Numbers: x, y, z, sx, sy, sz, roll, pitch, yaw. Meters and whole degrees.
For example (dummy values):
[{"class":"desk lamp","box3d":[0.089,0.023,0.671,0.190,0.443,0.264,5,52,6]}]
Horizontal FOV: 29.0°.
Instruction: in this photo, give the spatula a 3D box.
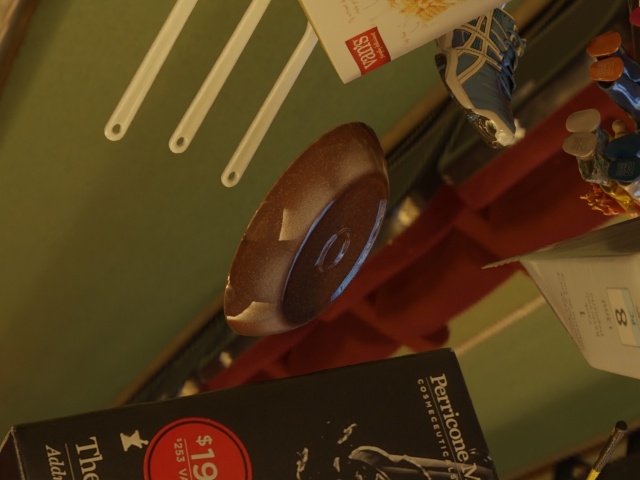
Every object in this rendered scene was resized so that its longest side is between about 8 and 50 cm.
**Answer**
[{"class":"spatula","box3d":[-0.058,-0.162,0.986,0.168,0.242,0.019,22,-169,-41]}]

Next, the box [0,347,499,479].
[{"class":"box","box3d":[-0.027,0.274,0.797,0.312,0.343,0.179,-7,158,-27]}]

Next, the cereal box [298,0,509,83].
[{"class":"cereal box","box3d":[0.096,-0.223,0.922,0.240,0.047,0.173,-27,155,5]}]

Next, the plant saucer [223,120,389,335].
[{"class":"plant saucer","box3d":[0.000,0.000,0.993,0.036,0.198,0.198,32,153,21]}]

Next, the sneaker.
[{"class":"sneaker","box3d":[0.158,-0.179,1.202,0.081,0.211,0.080,-25,141,17]}]

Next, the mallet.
[{"class":"mallet","box3d":[0.354,0.289,1.590,0.039,0.062,0.190,21,125,6]}]

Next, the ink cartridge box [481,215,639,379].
[{"class":"ink cartridge box","box3d":[0.310,0.010,0.892,0.308,0.091,0.385,-16,179,-7]}]

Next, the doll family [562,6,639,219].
[{"class":"doll family","box3d":[0.305,-0.114,1.197,0.118,0.263,0.163,-3,154,40]}]

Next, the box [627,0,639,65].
[{"class":"box","box3d":[0.466,-0.281,1.464,0.076,0.242,0.307,31,168,27]}]
